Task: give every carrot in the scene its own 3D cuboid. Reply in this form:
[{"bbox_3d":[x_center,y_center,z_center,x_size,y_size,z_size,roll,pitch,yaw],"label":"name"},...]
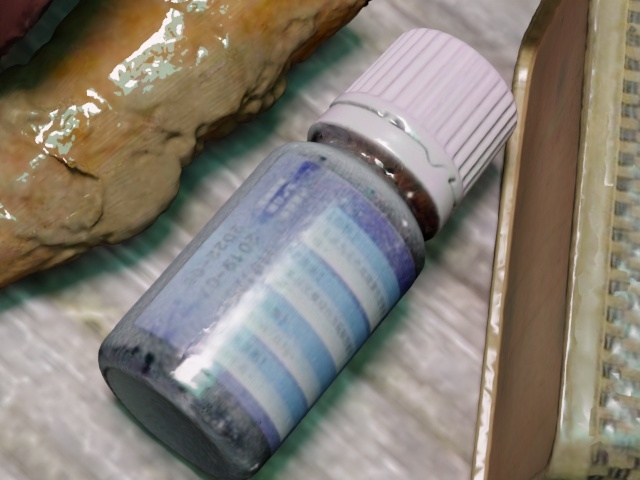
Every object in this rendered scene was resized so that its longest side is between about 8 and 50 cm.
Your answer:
[{"bbox_3d":[-0.091,-0.057,0.716,0.102,0.102,0.263,43,76,9],"label":"carrot"}]

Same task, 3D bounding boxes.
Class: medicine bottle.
[{"bbox_3d":[0.000,0.000,0.701,0.083,0.083,0.203,37,70,7],"label":"medicine bottle"}]

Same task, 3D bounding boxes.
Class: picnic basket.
[{"bbox_3d":[0.150,0.005,0.677,0.139,0.165,0.267,9,68,-4],"label":"picnic basket"}]

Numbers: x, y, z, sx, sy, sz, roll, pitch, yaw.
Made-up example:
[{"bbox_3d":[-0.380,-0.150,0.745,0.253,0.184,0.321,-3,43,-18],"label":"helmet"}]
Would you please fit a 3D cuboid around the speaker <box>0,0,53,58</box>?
[{"bbox_3d":[-0.244,-0.211,0.675,0.329,0.259,0.198,26,71,-18],"label":"speaker"}]
